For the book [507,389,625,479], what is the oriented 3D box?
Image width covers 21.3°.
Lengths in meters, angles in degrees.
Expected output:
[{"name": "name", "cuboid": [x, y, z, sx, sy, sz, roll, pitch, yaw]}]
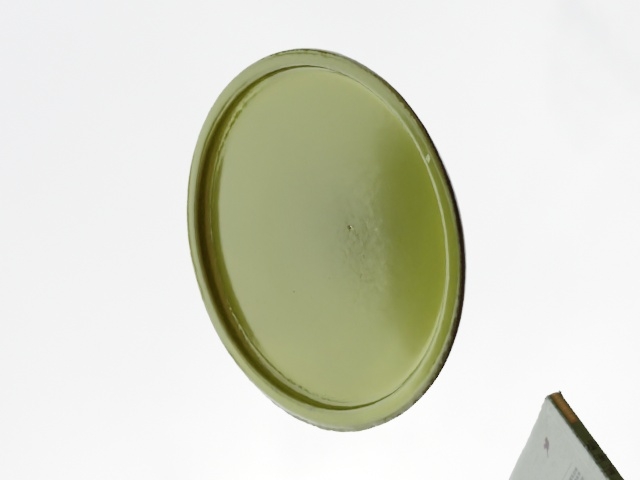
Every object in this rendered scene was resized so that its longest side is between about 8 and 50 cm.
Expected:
[{"name": "book", "cuboid": [0.222, 0.287, 1.356, 0.026, 0.289, 0.201, -4, -49, -27]}]

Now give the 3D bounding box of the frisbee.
[{"name": "frisbee", "cuboid": [0.000, 0.000, 1.034, 0.017, 0.236, 0.236, -12, -83, -44]}]
